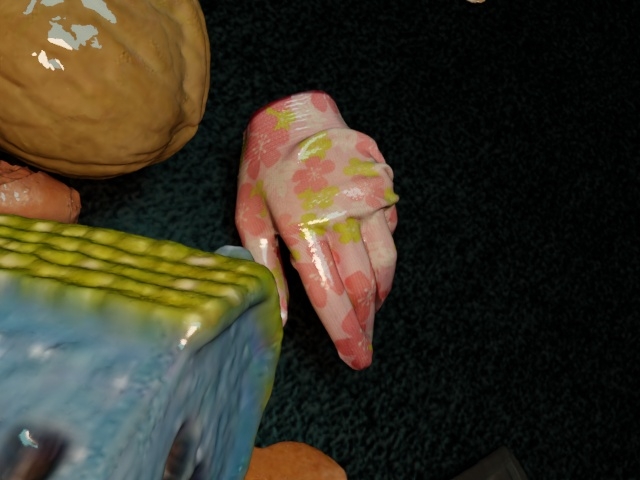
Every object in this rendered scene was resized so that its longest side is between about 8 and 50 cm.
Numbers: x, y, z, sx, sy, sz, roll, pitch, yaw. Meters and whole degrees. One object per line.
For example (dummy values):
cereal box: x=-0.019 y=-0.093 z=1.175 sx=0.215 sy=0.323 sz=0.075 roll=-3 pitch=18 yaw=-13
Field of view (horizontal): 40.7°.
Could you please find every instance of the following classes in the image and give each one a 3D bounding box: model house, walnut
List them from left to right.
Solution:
model house: x=-0.167 y=0.105 z=0.556 sx=0.237 sy=0.215 sz=0.303 roll=11 pitch=41 yaw=16
walnut: x=-0.190 y=-0.151 z=0.682 sx=0.228 sy=0.228 sz=0.228 roll=8 pitch=70 yaw=-23

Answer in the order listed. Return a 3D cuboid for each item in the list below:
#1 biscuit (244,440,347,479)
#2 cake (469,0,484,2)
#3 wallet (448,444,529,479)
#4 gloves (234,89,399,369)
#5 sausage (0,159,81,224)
biscuit: x=-0.105 y=0.262 z=0.592 sx=0.284 sy=0.043 sz=0.306 roll=-10 pitch=58 yaw=-7
cake: x=0.153 y=-0.327 z=0.991 sx=0.121 sy=0.052 sz=0.065 roll=31 pitch=60 yaw=-12
wallet: x=0.178 y=0.358 z=0.747 sx=0.247 sy=0.041 sz=0.323 roll=-15 pitch=80 yaw=-46
gloves: x=0.006 y=-0.005 z=0.777 sx=0.145 sy=0.126 sz=0.241 roll=-11 pitch=70 yaw=-33
sausage: x=-0.337 y=0.001 z=0.631 sx=0.327 sy=0.079 sz=0.087 roll=-21 pitch=113 yaw=-28
